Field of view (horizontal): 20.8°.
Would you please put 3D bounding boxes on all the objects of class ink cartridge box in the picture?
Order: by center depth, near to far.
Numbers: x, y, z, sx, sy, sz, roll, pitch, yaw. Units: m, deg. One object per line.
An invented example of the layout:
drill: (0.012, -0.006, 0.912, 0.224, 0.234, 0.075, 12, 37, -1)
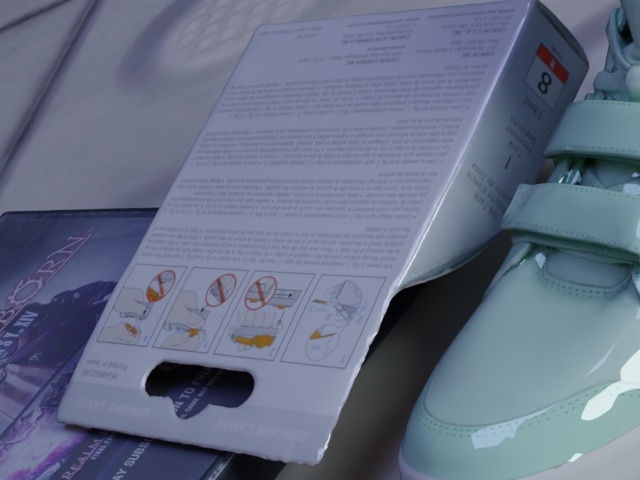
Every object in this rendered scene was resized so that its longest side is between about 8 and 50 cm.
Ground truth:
ink cartridge box: (0.000, 0.000, 0.610, 0.145, 0.045, 0.179, 2, 61, 47)

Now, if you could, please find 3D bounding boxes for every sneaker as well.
sneaker: (0.085, -0.044, 0.502, 0.256, 0.151, 0.094, -47, 32, -23)

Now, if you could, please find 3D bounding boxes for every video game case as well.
video game case: (-0.102, 0.057, 0.672, 0.274, 0.026, 0.196, 1, 42, 46)
